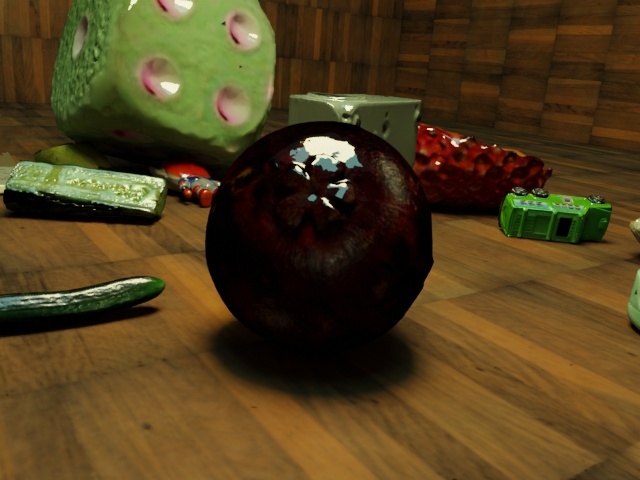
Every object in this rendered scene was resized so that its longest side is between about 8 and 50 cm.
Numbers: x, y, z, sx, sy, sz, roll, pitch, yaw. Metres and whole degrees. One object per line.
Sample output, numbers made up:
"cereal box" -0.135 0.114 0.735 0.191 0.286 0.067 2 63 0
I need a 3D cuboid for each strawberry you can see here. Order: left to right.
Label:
"strawberry" 0.240 -0.127 1.088 0.336 0.149 0.265 18 12 9

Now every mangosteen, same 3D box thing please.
"mangosteen" 0.000 0.000 0.511 0.210 0.209 0.210 4 17 -1

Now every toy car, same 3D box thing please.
"toy car" 0.363 -0.034 0.914 0.165 0.071 0.062 7 32 7

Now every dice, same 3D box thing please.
"dice" -0.288 -0.314 1.102 0.330 0.322 0.318 11 -7 -40

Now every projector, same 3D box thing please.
"projector" 0.054 -0.111 0.859 0.108 0.198 0.250 14 19 31

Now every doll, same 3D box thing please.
"doll" -0.226 -0.106 1.019 0.104 0.062 0.195 -24 37 -29

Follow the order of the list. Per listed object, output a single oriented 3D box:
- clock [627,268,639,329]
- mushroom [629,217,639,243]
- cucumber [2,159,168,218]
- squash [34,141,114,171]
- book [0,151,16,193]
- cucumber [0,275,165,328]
"clock" 0.407 0.083 0.535 0.160 0.065 0.211 0 18 -13
"mushroom" 0.533 0.014 0.751 0.099 0.096 0.278 -7 24 -30
"cucumber" -0.333 -0.061 0.851 0.212 0.062 0.078 8 50 -7
"squash" -0.417 -0.137 1.043 0.200 0.075 0.090 18 -5 33
"book" -0.638 -0.117 1.013 0.217 0.021 0.310 -7 20 -31
"cucumber" -0.227 0.057 0.517 0.184 0.033 0.036 -7 38 -29
